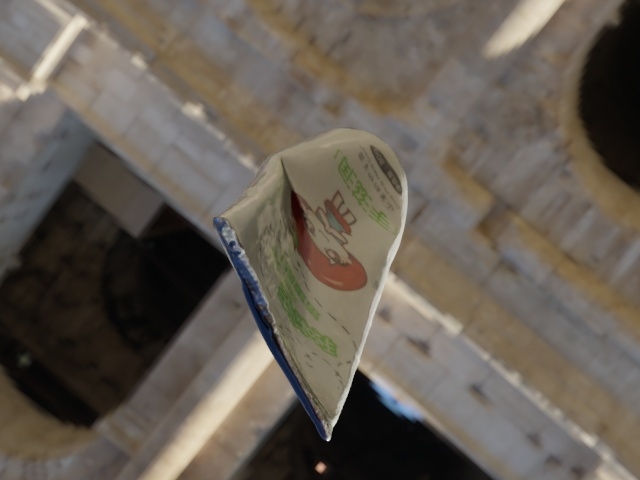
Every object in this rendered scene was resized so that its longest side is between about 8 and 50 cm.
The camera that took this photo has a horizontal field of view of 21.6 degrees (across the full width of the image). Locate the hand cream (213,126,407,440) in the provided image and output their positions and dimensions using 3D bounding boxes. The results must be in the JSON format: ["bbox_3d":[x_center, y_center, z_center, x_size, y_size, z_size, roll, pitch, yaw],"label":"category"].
[{"bbox_3d":[0.000,0.000,0.964,0.121,0.076,0.336,59,-164,-10],"label":"hand cream"}]
